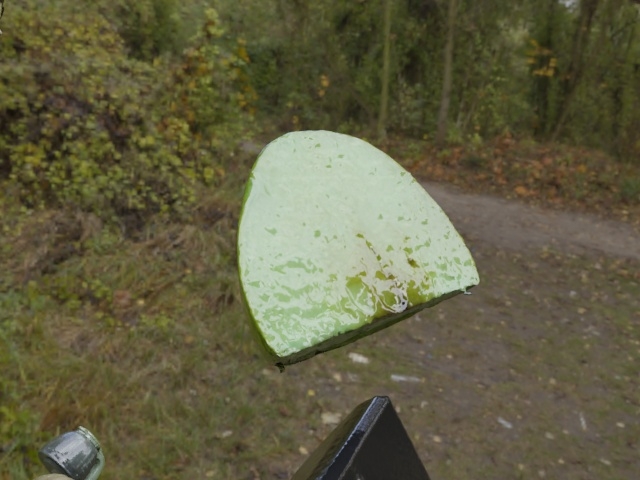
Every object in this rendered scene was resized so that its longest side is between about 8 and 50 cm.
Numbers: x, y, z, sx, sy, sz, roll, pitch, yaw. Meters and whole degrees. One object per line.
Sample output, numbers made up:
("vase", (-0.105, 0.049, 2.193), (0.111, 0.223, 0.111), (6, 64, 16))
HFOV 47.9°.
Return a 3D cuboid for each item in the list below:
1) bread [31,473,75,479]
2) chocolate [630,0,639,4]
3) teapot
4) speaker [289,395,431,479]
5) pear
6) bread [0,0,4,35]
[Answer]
("bread", (-0.162, 0.208, 0.475), (0.053, 0.073, 0.214), (3, 4, -27))
("chocolate", (0.262, -0.208, 0.459), (0.214, 0.148, 0.093), (-3, 63, -37))
("teapot", (-0.436, 0.384, 1.279), (0.092, 0.124, 0.091), (35, 51, 13))
("speaker", (-0.016, 0.320, 0.704), (0.184, 0.180, 0.388), (-27, 0, 23))
("pear", (0.001, 0.000, 0.803), (0.288, 0.239, 0.139), (-16, -10, -34))
("bread", (-0.529, -0.257, 0.862), (0.266, 0.141, 0.178), (11, 7, -27))
